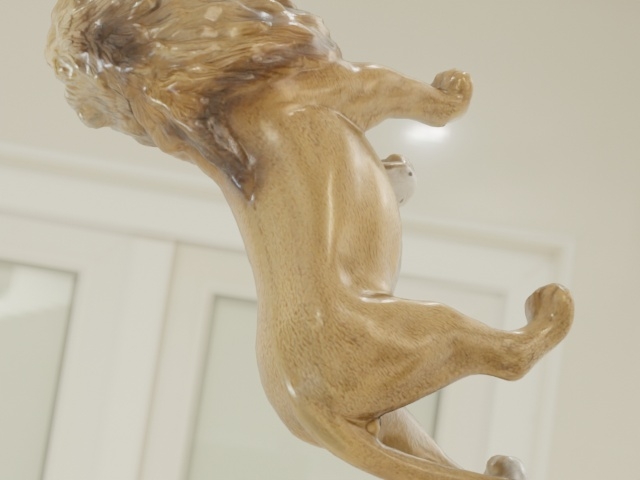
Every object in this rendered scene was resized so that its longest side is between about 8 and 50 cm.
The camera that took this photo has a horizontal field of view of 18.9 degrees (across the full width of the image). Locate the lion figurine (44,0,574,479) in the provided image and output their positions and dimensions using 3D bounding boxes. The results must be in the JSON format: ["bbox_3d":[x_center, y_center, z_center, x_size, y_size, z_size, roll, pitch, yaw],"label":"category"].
[{"bbox_3d":[0.000,0.000,1.079,0.240,0.392,0.142,6,-46,-39],"label":"lion figurine"}]
